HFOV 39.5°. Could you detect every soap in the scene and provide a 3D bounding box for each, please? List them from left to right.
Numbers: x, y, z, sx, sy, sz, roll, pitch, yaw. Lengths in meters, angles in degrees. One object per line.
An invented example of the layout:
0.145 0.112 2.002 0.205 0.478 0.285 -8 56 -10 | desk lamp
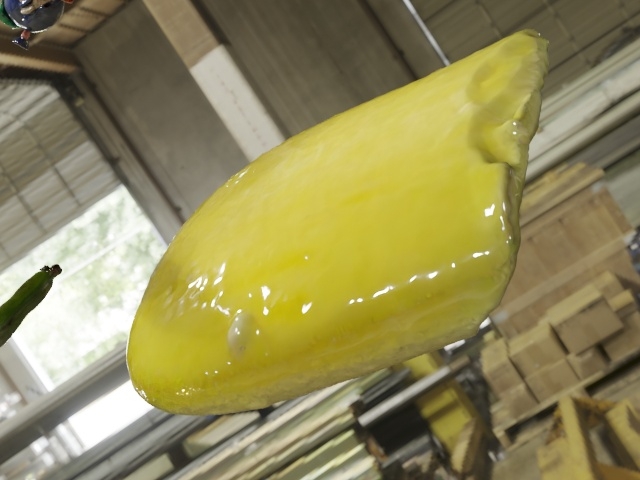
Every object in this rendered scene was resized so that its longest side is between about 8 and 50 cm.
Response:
0.002 0.002 0.729 0.427 0.115 0.306 -20 41 38 | soap

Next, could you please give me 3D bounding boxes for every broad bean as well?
-0.434 0.124 1.177 0.060 0.043 0.297 -16 29 46 | broad bean

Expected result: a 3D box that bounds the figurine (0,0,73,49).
-0.460 -0.401 1.467 0.195 0.102 0.111 -16 30 46 | figurine
